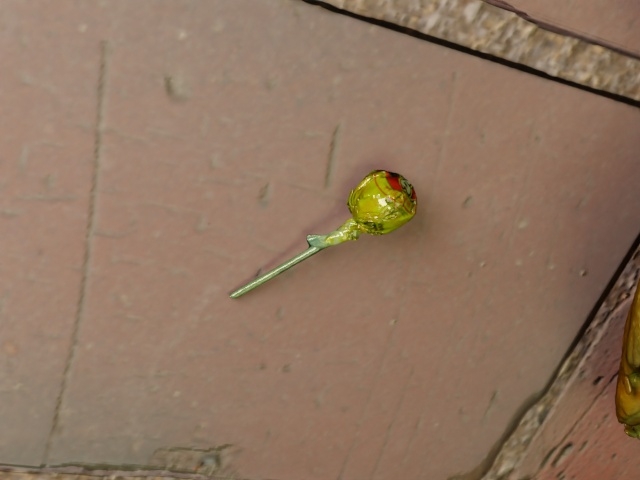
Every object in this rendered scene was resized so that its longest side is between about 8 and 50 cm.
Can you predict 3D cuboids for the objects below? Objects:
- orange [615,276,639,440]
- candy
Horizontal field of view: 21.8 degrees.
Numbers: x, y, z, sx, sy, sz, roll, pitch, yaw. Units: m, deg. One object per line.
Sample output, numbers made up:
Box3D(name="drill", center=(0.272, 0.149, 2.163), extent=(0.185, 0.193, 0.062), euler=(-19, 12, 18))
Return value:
Box3D(name="orange", center=(0.320, 0.055, 1.035), extent=(0.262, 0.196, 0.334), euler=(-11, 172, -2))
Box3D(name="candy", center=(0.000, 0.000, 0.948), extent=(0.123, 0.035, 0.035), euler=(-32, 154, 7))
